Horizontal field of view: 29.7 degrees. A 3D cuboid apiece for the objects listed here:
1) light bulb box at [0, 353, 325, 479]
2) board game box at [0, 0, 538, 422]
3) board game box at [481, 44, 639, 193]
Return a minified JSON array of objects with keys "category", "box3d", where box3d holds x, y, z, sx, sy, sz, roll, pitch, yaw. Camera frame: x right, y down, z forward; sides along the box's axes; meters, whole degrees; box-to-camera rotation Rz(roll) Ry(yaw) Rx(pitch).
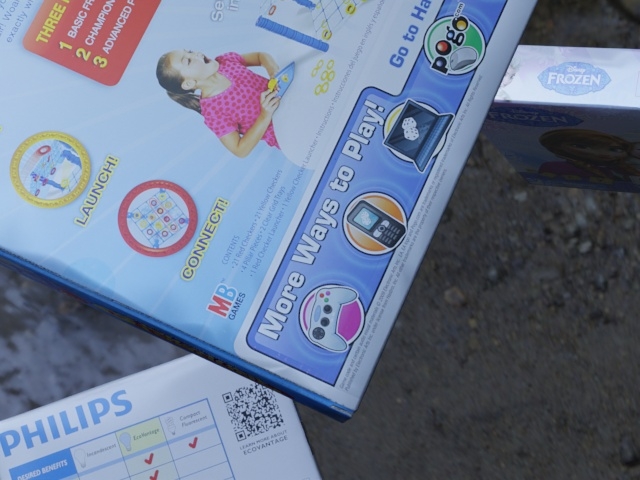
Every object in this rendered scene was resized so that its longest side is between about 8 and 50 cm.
[{"category":"light bulb box","box3d":[-0.166,0.339,1.471,0.358,0.225,0.361,-19,81,-5]},{"category":"board game box","box3d":[-0.059,-0.097,0.695,0.302,0.086,0.308,25,78,2]},{"category":"board game box","box3d":[0.339,-0.118,1.286,0.319,0.318,0.065,6,79,26]}]
